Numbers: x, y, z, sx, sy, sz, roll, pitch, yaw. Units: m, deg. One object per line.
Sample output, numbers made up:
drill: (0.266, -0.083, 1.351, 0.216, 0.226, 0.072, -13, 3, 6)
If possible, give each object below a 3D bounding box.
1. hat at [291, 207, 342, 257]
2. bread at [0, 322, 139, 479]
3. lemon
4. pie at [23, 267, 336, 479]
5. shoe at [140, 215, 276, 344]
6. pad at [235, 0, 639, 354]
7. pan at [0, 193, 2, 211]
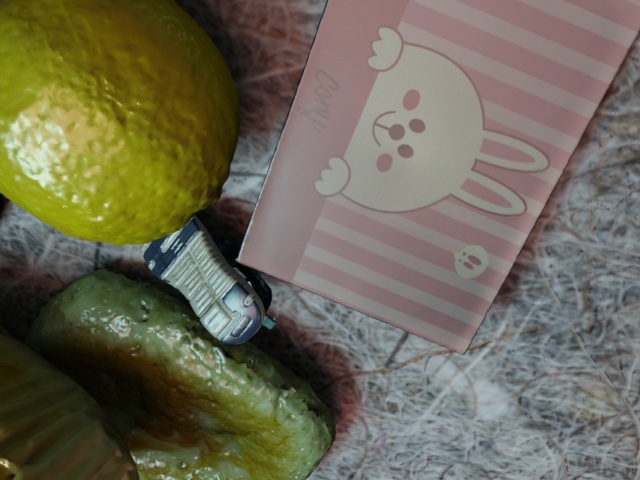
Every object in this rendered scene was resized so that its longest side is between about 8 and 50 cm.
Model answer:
hat: (0.000, 0.003, 0.652, 0.058, 0.042, 0.087, 10, 126, 9)
bread: (-0.338, 0.175, 0.714, 0.388, 0.183, 0.236, 15, 123, 35)
lemon: (-0.150, -0.089, 0.549, 0.180, 0.181, 0.193, -11, 122, 22)
pie: (-0.148, 0.165, 0.791, 0.323, 0.071, 0.323, 9, 130, 11)
shoe: (-0.092, 0.022, 0.673, 0.143, 0.071, 0.064, 45, 107, 14)
pad: (0.073, -0.068, 0.574, 0.202, 0.005, 0.300, 22, 117, -1)
pan: (-0.310, -0.074, 0.682, 0.114, 0.040, 0.212, 37, 132, -10)
